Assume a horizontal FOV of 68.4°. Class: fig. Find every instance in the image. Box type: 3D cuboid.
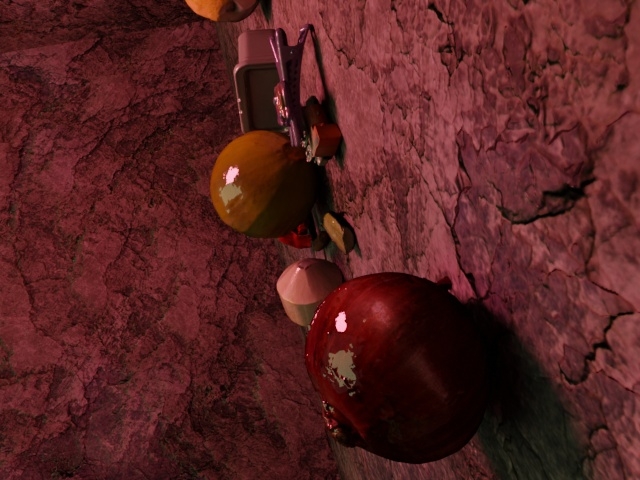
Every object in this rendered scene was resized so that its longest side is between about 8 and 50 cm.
[{"bbox_3d":[-0.159,-0.177,1.405,0.343,0.343,0.343,165,90,-79],"label":"fig"}]

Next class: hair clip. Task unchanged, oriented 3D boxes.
[{"bbox_3d":[-0.078,-0.361,1.098,0.137,0.090,0.278,-149,62,-70],"label":"hair clip"}]

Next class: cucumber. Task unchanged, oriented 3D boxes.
[{"bbox_3d":[0.044,-0.038,1.234,0.220,0.046,0.070,-129,29,-62],"label":"cucumber"}]

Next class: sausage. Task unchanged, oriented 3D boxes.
[{"bbox_3d":[0.001,0.001,1.492,0.040,0.047,0.177,58,168,7],"label":"sausage"}]

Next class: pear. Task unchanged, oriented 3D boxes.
[{"bbox_3d":[-0.296,-0.806,1.430,0.271,0.271,0.271,165,90,-79],"label":"pear"}]

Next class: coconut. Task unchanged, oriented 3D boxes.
[{"bbox_3d":[-0.030,0.148,1.445,0.202,0.202,0.222,-116,14,-47],"label":"coconut"}]

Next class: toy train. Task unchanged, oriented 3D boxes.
[{"bbox_3d":[-0.007,-0.268,1.130,0.118,0.074,0.175,112,148,-56],"label":"toy train"}]

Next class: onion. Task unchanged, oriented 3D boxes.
[{"bbox_3d":[0.100,0.177,0.664,0.276,0.276,0.276,165,90,-79],"label":"onion"}]

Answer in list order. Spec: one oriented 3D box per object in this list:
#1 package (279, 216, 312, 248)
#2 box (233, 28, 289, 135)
[{"bbox_3d":[-0.129,-0.163,1.743,0.196,0.123,0.423,99,156,-70],"label":"package"},{"bbox_3d":[-0.173,-0.486,1.458,0.312,0.175,0.182,96,166,-62],"label":"box"}]
